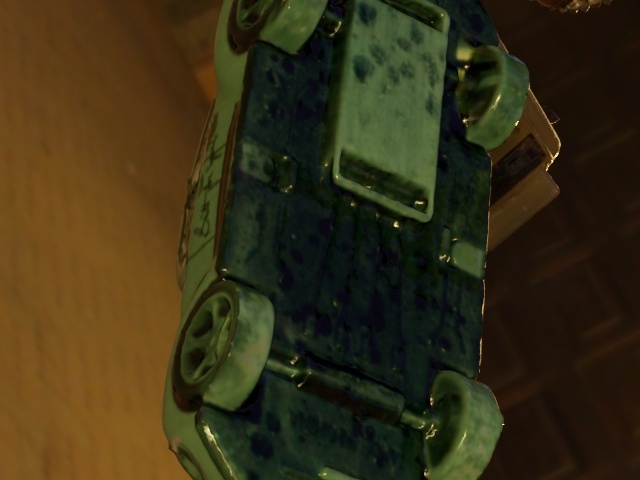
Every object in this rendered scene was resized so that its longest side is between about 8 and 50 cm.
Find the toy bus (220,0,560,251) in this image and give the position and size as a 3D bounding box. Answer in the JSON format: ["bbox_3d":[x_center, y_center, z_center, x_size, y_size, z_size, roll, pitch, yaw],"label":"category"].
[{"bbox_3d":[0.057,-0.114,1.180,0.157,0.139,0.289,52,2,34],"label":"toy bus"}]

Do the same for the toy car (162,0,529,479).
[{"bbox_3d":[0.000,0.000,0.787,0.136,0.125,0.305,23,58,-27],"label":"toy car"}]

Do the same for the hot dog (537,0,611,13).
[{"bbox_3d":[0.197,-0.301,1.350,0.075,0.144,0.268,-110,-169,-56],"label":"hot dog"}]
